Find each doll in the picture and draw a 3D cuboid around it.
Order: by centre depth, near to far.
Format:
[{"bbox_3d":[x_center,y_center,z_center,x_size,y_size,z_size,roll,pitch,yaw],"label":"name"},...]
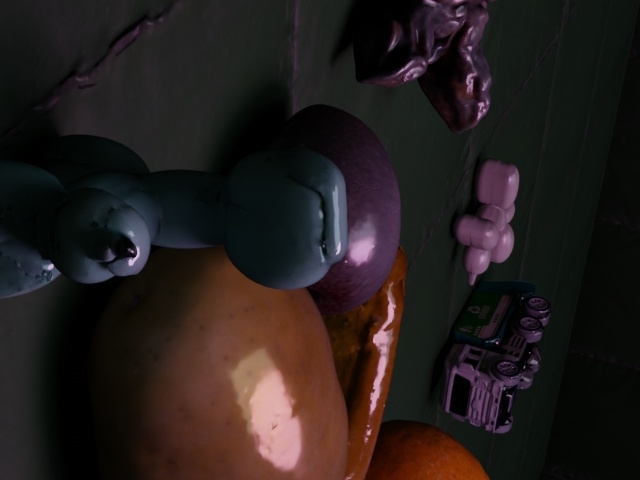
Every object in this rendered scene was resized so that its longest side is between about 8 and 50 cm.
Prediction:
[{"bbox_3d":[-0.065,-0.011,0.475,0.159,0.158,0.059,-21,113,-61],"label":"doll"},{"bbox_3d":[0.216,-0.022,1.468,0.160,0.059,0.161,81,29,-53],"label":"doll"}]

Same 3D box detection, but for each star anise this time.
[{"bbox_3d":[0.107,-0.206,0.909,0.212,0.129,0.282,-60,160,9],"label":"star anise"}]

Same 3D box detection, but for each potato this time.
[{"bbox_3d":[-0.054,0.101,0.657,0.150,0.146,0.234,-101,-172,-51],"label":"potato"}]

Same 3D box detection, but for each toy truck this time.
[{"bbox_3d":[0.245,0.152,1.599,0.253,0.124,0.114,-49,149,-50],"label":"toy truck"}]

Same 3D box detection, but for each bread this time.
[{"bbox_3d":[0.012,0.113,0.921,0.102,0.094,0.246,-15,119,-76],"label":"bread"}]

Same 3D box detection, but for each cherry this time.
[{"bbox_3d":[-0.002,-0.006,0.774,0.188,0.115,0.148,81,-10,-67],"label":"cherry"}]

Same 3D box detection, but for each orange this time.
[{"bbox_3d":[0.064,0.278,1.055,0.224,0.170,0.224,9,76,-43],"label":"orange"}]
